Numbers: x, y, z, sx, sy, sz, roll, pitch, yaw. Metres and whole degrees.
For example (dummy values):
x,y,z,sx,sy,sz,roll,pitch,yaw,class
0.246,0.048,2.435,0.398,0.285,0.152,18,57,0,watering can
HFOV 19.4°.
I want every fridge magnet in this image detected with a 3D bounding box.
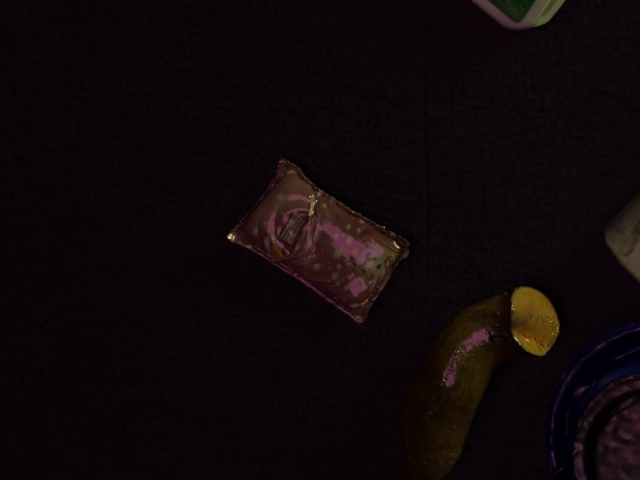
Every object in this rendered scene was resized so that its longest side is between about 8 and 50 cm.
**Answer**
x,y,z,sx,sy,sz,roll,pitch,yaw,class
0.351,0.208,1.877,0.265,0.112,0.266,5,104,22,fridge magnet

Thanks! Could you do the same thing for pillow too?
x,y,z,sx,sy,sz,roll,pitch,yaw,class
0.000,0.000,2.042,0.185,0.043,0.118,35,107,12,pillow

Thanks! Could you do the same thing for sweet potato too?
x,y,z,sx,sy,sz,roll,pitch,yaw,class
0.150,0.164,1.979,0.112,0.085,0.286,32,113,12,sweet potato

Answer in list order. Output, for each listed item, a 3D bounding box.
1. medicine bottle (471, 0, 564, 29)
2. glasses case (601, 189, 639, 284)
x,y,z,sx,sy,sz,roll,pitch,yaw,class
0.174,-0.302,1.882,0.183,0.069,0.119,42,117,14,medicine bottle
0.408,-0.072,1.821,0.114,0.060,0.299,45,116,8,glasses case
